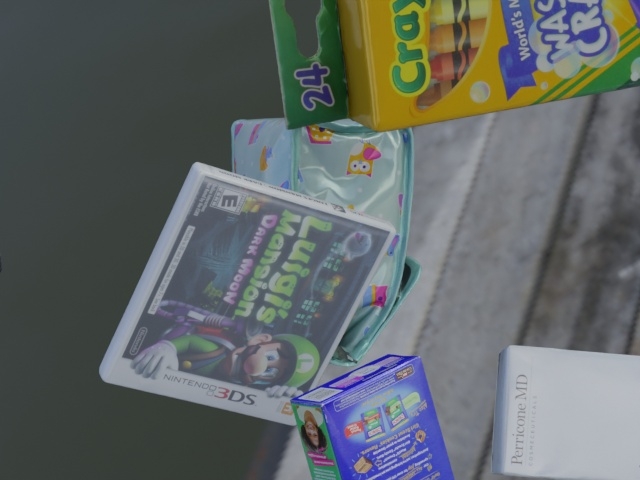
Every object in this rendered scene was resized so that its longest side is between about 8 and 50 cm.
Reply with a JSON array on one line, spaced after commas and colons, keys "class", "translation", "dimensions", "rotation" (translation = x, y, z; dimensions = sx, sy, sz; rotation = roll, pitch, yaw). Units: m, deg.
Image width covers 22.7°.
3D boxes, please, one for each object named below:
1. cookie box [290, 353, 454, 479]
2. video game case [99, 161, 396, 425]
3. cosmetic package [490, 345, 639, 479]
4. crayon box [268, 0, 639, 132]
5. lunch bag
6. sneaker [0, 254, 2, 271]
[{"class": "cookie box", "translation": [0.038, 0.144, 1.097], "dimensions": [0.092, 0.107, 0.040], "rotation": [-22, 12, -33]}, {"class": "video game case", "translation": [-0.056, 0.047, 1.226], "dimensions": [0.190, 0.173, 0.022], "rotation": [-64, 28, 19]}, {"class": "cosmetic package", "translation": [0.271, 0.159, 1.398], "dimensions": [0.231, 0.085, 0.117], "rotation": [3, 82, 0]}, {"class": "crayon box", "translation": [0.123, -0.205, 1.259], "dimensions": [0.323, 0.203, 0.083], "rotation": [-11, 15, -13]}, {"class": "lunch bag", "translation": [0.000, 0.000, 1.684], "dimensions": [0.160, 0.262, 0.223], "rotation": [-2, 3, -20]}, {"class": "sneaker", "translation": [-0.159, -0.067, 0.657], "dimensions": [0.226, 0.163, 0.086], "rotation": [-37, 24, 6]}]
